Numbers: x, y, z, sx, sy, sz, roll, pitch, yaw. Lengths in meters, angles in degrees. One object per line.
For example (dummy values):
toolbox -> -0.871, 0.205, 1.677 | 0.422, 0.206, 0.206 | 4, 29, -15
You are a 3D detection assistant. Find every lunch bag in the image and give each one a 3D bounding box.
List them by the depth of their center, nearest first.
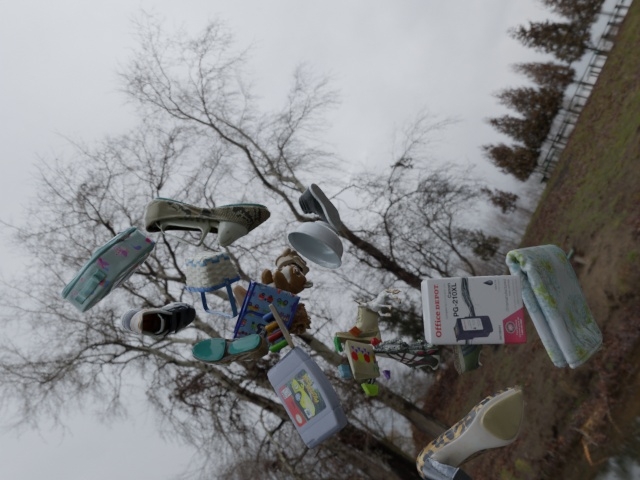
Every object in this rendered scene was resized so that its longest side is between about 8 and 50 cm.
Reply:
lunch bag -> -0.644, 0.086, 1.253 | 0.279, 0.108, 0.224 | -41, 9, 26
lunch bag -> -0.250, 0.351, 1.841 | 0.138, 0.220, 0.294 | 172, 117, -72

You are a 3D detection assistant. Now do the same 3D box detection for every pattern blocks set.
pattern blocks set -> 0.173, 0.487, 1.679 | 0.324, 0.286, 0.026 | 30, -53, -35

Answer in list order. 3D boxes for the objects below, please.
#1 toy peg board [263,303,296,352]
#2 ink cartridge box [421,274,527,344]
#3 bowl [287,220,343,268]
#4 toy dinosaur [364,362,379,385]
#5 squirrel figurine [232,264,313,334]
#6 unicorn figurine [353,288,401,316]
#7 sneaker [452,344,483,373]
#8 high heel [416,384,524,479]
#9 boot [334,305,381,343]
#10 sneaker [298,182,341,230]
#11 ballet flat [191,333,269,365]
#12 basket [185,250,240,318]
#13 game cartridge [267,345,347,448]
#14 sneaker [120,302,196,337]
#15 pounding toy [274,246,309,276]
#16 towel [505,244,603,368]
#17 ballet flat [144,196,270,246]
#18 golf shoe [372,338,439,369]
toy peg board -> -0.159, 0.318, 1.443 | 0.079, 0.161, 0.161 | -28, -12, -8
ink cartridge box -> 0.394, 0.182, 1.084 | 0.100, 0.236, 0.172 | 44, -137, -78
bowl -> 0.000, 0.000, 1.996 | 0.134, 0.297, 0.298 | -58, -26, -23
toy dinosaur -> 0.259, 0.681, 2.073 | 0.268, 0.063, 0.118 | 27, -102, -71
squirrel figurine -> -0.204, 0.330, 2.240 | 0.370, 0.280, 0.398 | -32, -74, -49
unicorn figurine -> 0.203, 0.214, 1.413 | 0.161, 0.111, 0.060 | -25, -60, -47
sneaker -> 0.455, 0.313, 1.272 | 0.064, 0.086, 0.192 | -123, 25, -79
high heel -> 0.308, 0.398, 0.869 | 0.261, 0.093, 0.186 | -40, -7, -22
boot -> 0.197, 0.451, 2.227 | 0.095, 0.261, 0.204 | 109, 162, -61
sneaker -> -0.007, -0.162, 2.288 | 0.146, 0.296, 0.104 | -30, 9, 39
ballet flat -> -0.357, 0.456, 1.680 | 0.116, 0.342, 0.124 | -87, -25, -44
basket -> -0.471, 0.197, 1.832 | 0.201, 0.254, 0.289 | -15, -78, -46
game cartridge -> -0.045, 0.507, 1.353 | 0.196, 0.294, 0.060 | -47, -23, 26
sneaker -> -0.621, 0.325, 1.663 | 0.321, 0.127, 0.126 | 2, -86, -53
pounding toy -> -0.174, 0.163, 2.483 | 0.154, 0.155, 0.269 | -36, -49, 6
towel -> 0.753, 0.192, 1.307 | 0.320, 0.375, 0.090 | -2, -23, -44
ballet flat -> -0.440, -0.056, 1.600 | 0.164, 0.481, 0.182 | 101, 172, -62
golf shoe -> 0.348, 0.473, 1.686 | 0.105, 0.272, 0.120 | -33, -66, -62
